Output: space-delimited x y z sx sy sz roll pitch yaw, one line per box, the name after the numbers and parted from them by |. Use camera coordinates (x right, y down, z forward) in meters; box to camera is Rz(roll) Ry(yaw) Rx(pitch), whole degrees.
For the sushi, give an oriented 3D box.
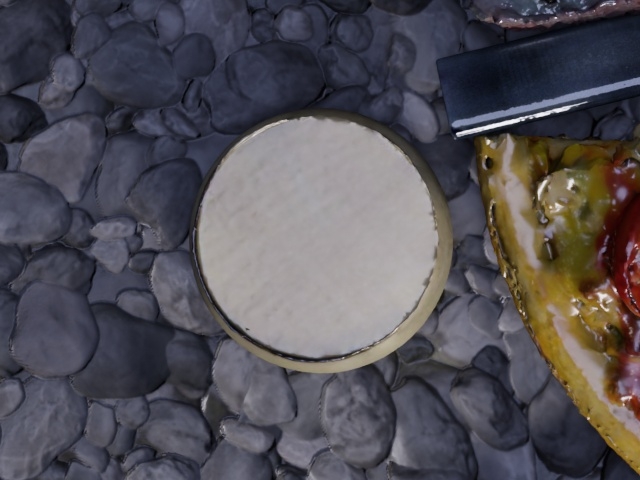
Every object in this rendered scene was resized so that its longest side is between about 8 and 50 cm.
0.241 -0.281 1.598 0.241 0.107 0.161 -8 89 22 | sushi

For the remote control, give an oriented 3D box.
0.298 -0.174 1.614 0.377 0.044 0.107 -13 49 6 | remote control

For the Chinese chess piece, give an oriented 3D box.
0.000 0.000 1.640 0.250 0.103 0.249 0 89 6 | Chinese chess piece

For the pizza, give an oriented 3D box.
0.368 0.012 1.549 0.406 0.130 0.440 -35 87 24 | pizza
